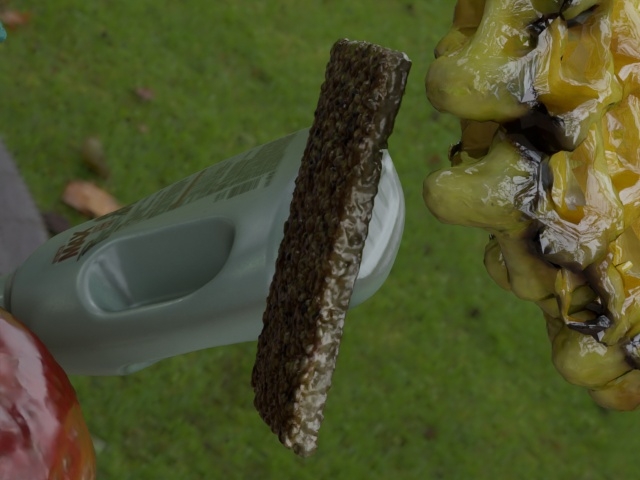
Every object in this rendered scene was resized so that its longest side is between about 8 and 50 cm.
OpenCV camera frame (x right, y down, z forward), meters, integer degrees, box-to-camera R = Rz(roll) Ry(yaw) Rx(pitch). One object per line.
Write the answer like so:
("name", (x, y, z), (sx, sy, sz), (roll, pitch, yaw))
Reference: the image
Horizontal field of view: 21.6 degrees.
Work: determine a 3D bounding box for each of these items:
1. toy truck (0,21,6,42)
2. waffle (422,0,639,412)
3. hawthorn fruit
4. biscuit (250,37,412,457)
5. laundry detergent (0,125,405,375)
("toy truck", (-0.458, -0.195, 1.648), (0.155, 0.278, 0.156), (62, 3, 9))
("waffle", (0.187, -0.108, 0.909), (0.095, 0.382, 0.379), (12, -21, 35))
("hawthorn fruit", (-0.279, 0.160, 1.151), (0.258, 0.258, 0.262), (63, -1, 36))
("biscuit", (0.000, 0.000, 0.952), (0.025, 0.231, 0.131), (12, 6, -14))
("laundry detergent", (-0.138, 0.033, 1.411), (0.125, 0.397, 0.264), (64, 22, -21))
